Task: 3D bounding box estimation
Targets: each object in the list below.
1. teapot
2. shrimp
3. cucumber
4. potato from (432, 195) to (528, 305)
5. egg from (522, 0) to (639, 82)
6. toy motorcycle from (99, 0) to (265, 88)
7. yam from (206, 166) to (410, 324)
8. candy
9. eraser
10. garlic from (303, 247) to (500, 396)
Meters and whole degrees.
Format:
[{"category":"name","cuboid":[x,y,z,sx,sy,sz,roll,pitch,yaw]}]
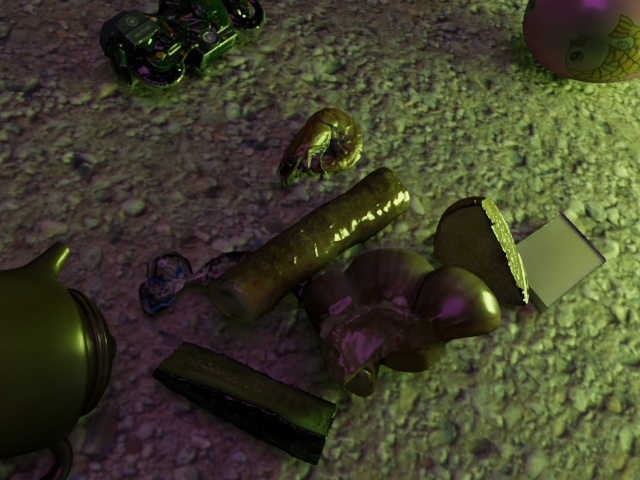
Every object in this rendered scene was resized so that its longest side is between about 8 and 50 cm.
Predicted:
[{"category":"teapot","cuboid":[-0.296,0.135,0.669,0.175,0.186,0.267,0,90,-48]},{"category":"shrimp","cuboid":[-0.001,-0.133,0.974,0.099,0.041,0.180,45,58,-5]},{"category":"cucumber","cuboid":[-0.090,0.191,0.751,0.211,0.062,0.078,21,24,4]},{"category":"potato","cuboid":[0.231,0.011,0.930,0.172,0.101,0.089,58,33,-15]},{"category":"egg","cuboid":[0.497,-0.382,1.149,0.271,0.196,0.196,1,61,-10]},{"category":"toy motorcycle","cuboid":[-0.223,-0.344,0.982,0.187,0.125,0.274,43,59,0]},{"category":"yam","cuboid":[0.000,0.000,0.833,0.081,0.081,0.357,44,48,11]},{"category":"candy","cuboid":[-0.117,0.051,0.827,0.226,0.051,0.094,-6,71,-17]},{"category":"eraser","cuboid":[0.352,0.032,0.976,0.150,0.023,0.104,-29,72,-27]},{"category":"garlic","cuboid":[0.088,0.083,0.773,0.214,0.191,0.160,-31,76,3]}]
